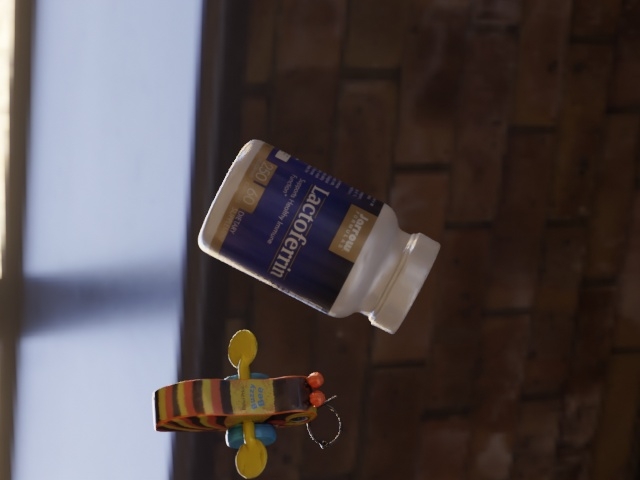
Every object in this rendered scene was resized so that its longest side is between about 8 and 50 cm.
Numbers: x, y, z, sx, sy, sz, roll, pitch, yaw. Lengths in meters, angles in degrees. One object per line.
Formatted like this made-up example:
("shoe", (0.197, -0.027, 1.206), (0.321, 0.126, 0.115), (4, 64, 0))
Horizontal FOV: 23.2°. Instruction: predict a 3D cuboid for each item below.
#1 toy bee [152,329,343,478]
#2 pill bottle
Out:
("toy bee", (-0.073, 0.213, 2.151), (0.162, 0.298, 0.195), (-37, 75, 52))
("pill bottle", (0.000, 0.000, 1.880), (0.153, 0.265, 0.153), (-64, 0, -1))
